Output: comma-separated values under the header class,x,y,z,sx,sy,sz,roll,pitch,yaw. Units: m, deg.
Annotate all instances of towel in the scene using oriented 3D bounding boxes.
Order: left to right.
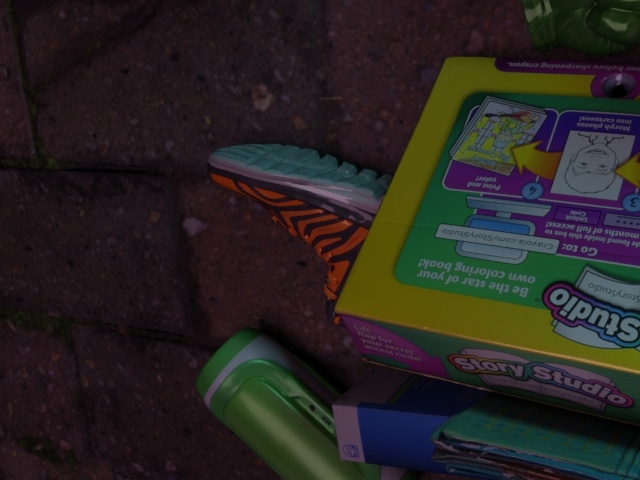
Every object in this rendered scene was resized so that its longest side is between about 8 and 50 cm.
class,x,y,z,sx,sy,sz,roll,pitch,yaw
towel,0.289,0.165,0.798,0.271,0.370,0.040,10,100,28

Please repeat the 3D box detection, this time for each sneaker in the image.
class,x,y,z,sx,sy,sz,roll,pitch,yaw
sneaker,0.000,0.000,1.060,0.321,0.124,0.180,19,115,24

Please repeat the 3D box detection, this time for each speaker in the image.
class,x,y,z,sx,sy,sz,roll,pitch,yaw
speaker,-0.018,0.246,1.158,0.296,0.131,0.131,41,123,13

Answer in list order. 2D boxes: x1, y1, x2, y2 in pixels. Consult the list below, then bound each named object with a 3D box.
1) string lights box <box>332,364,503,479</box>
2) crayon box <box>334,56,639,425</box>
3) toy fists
class,x,y,z,sx,sy,sz,roll,pitch,yaw
string lights box,0.160,0.202,1.030,0.259,0.133,0.077,0,106,31
crayon box,0.240,-0.011,0.805,0.363,0.313,0.106,10,150,28
toy fists,0.245,-0.308,0.824,0.142,0.096,0.279,-7,102,31
